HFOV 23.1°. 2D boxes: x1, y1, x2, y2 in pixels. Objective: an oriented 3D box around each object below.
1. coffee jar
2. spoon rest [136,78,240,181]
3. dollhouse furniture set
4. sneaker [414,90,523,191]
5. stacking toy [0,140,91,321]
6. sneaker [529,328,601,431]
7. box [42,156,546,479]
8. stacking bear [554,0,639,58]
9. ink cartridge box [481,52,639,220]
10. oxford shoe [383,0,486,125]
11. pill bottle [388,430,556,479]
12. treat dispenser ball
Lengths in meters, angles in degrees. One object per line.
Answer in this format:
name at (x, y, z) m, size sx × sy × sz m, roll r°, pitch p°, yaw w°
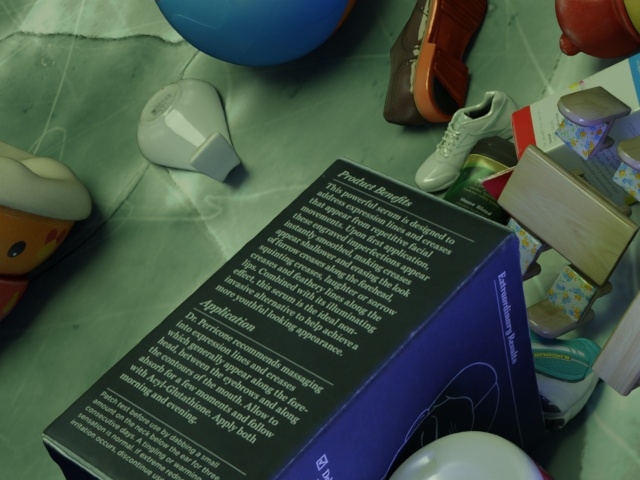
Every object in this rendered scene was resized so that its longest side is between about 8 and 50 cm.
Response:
coffee jar at (0.165, -0.021, 1.704) m, size 0.079 × 0.096 × 0.184 m, roll 27°, pitch 73°, yaw 14°
spoon rest at (-0.173, -0.140, 2.101) m, size 0.137 × 0.084 × 0.276 m, roll -46°, pitch 30°, yaw 1°
dollhouse furniture set at (0.261, 0.012, 1.487) m, size 0.242 × 0.161 × 0.212 m, roll 41°, pitch 125°, yaw 24°
sneaker at (0.163, -0.119, 1.812) m, size 0.152 × 0.061 × 0.054 m, roll -42°, pitch 45°, yaw 10°
stacking toy at (-0.546, 0.081, 2.135) m, size 0.350 × 0.350 × 0.480 m, roll 28°, pitch 99°, yaw 46°
sneaker at (0.172, 0.116, 1.630) m, size 0.275 × 0.107 × 0.110 m, roll 19°, pitch 55°, yaw 40°
box at (-0.003, 0.174, 1.398) m, size 0.212 × 0.293 × 0.395 m, roll 26°, pitch 57°, yaw 35°
stacking bear at (0.383, -0.270, 1.672) m, size 0.289 × 0.164 × 0.175 m, roll -11°, pitch 70°, yaw 43°
ink cartridge box at (0.293, -0.099, 1.636) m, size 0.231 × 0.134 × 0.078 m, roll -24°, pitch 47°, yaw 24°
oxford shoe at (0.132, -0.264, 1.917) m, size 0.098 × 0.097 × 0.271 m, roll -9°, pitch 55°, yaw 42°
pill bottle at (0.179, 0.291, 1.341) m, size 0.161 × 0.283 × 0.161 m, roll -21°, pitch 49°, yaw 26°
treat dispenser ball at (-0.084, -0.370, 2.026) m, size 0.288 × 0.288 × 0.288 m, roll -21°, pitch 49°, yaw 27°
